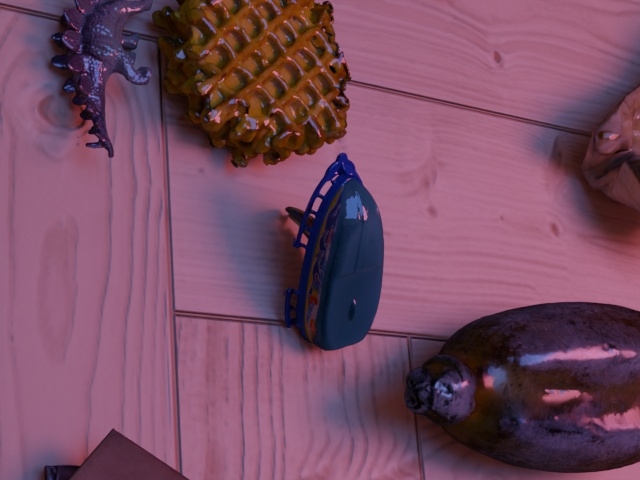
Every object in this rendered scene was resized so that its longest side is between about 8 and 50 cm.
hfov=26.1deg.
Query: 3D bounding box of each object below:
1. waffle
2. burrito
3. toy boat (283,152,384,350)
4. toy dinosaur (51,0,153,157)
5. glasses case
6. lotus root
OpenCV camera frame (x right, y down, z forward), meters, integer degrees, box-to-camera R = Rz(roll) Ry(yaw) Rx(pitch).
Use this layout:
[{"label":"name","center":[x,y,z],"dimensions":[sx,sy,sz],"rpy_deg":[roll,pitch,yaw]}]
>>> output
[{"label":"waffle","center":[-0.055,-0.161,1.243],"dimensions":[0.197,0.070,0.193],"rpy_deg":[-5,76,-40]},{"label":"burrito","center":[0.412,-0.115,1.520],"dimensions":[0.190,0.135,0.332],"rpy_deg":[48,55,0]},{"label":"toy boat","center":[0.000,0.000,1.209],"dimensions":[0.091,0.110,0.175],"rpy_deg":[-14,124,-38]},{"label":"toy dinosaur","center":[-0.184,-0.151,1.159],"dimensions":[0.082,0.039,0.209],"rpy_deg":[14,55,-28]},{"label":"glasses case","center":[-0.189,0.230,1.007],"dimensions":[0.102,0.070,0.193],"rpy_deg":[32,54,11]},{"label":"lotus root","center":[0.197,0.133,1.275],"dimensions":[0.322,0.140,0.158],"rpy_deg":[3,96,-29]}]
